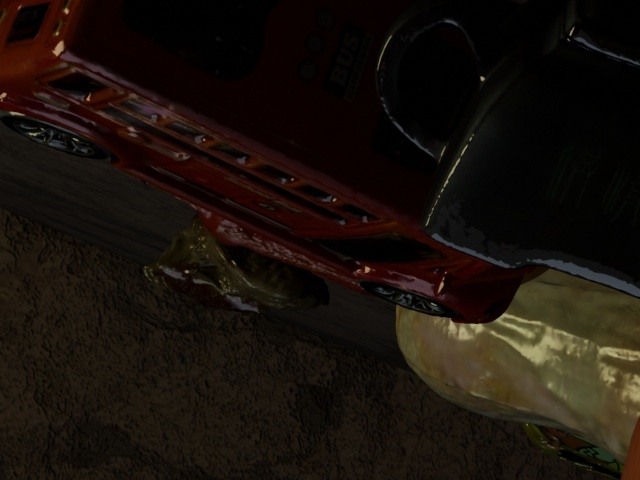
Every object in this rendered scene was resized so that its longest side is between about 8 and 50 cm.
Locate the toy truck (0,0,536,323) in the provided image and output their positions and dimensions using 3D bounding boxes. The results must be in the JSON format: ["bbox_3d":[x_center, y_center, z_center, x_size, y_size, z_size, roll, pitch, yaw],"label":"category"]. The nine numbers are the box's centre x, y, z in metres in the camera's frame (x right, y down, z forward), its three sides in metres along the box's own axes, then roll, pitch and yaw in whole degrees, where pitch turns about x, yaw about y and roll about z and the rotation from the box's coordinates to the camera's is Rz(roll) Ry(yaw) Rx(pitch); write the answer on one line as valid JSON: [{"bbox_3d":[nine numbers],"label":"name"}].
[{"bbox_3d":[0.002,-0.053,0.722,0.253,0.107,0.114,25,168,-28],"label":"toy truck"}]

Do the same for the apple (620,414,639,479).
[{"bbox_3d":[0.286,0.169,0.758,0.364,0.364,0.364,20,174,2],"label":"apple"}]

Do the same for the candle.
[{"bbox_3d":[0.000,0.000,1.438,0.302,0.059,0.084,23,164,-20],"label":"candle"}]

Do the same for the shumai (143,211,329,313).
[{"bbox_3d":[-0.055,0.022,1.507,0.123,0.105,0.139,49,-141,16],"label":"shumai"}]

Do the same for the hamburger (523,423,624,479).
[{"bbox_3d":[0.241,0.124,1.416,0.214,0.125,0.235,33,156,-19],"label":"hamburger"}]

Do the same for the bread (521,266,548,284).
[{"bbox_3d":[0.011,-0.045,0.869,0.225,0.081,0.134,25,-176,-31],"label":"bread"}]

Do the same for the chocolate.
[{"bbox_3d":[0.177,0.074,1.185,0.309,0.134,0.134,16,173,34],"label":"chocolate"}]

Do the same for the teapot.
[{"bbox_3d":[0.105,-0.041,0.623,0.177,0.096,0.087,19,-148,0],"label":"teapot"}]
